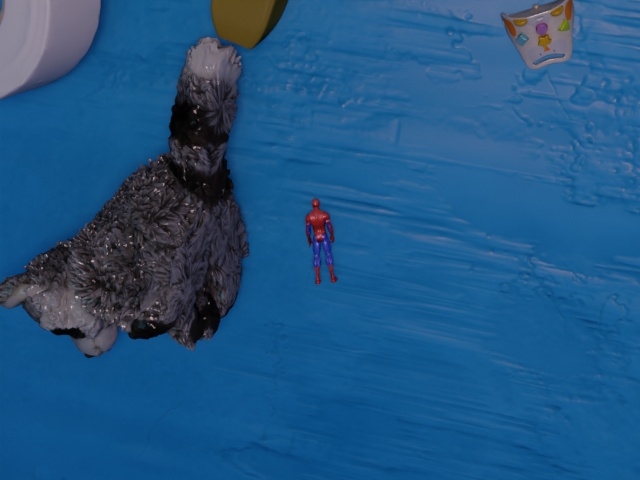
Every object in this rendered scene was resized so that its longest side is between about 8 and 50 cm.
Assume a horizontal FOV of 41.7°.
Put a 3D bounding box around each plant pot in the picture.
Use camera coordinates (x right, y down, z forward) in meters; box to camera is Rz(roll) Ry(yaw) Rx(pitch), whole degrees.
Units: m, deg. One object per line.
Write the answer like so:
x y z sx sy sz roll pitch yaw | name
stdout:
-0.090 -0.287 1.038 0.081 0.081 0.083 23 124 4 | plant pot

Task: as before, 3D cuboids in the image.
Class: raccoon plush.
-0.260 -0.051 1.135 0.299 0.216 0.446 11 88 21 | raccoon plush

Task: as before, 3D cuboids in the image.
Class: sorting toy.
0.265 -0.242 0.996 0.083 0.045 0.075 -14 124 17 | sorting toy

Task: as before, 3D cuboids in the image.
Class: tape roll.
-0.417 -0.326 1.051 0.286 0.100 0.286 11 116 22 | tape roll

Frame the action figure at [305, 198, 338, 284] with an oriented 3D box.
0.000 0.000 1.141 0.038 0.030 0.115 -5 102 9 | action figure
